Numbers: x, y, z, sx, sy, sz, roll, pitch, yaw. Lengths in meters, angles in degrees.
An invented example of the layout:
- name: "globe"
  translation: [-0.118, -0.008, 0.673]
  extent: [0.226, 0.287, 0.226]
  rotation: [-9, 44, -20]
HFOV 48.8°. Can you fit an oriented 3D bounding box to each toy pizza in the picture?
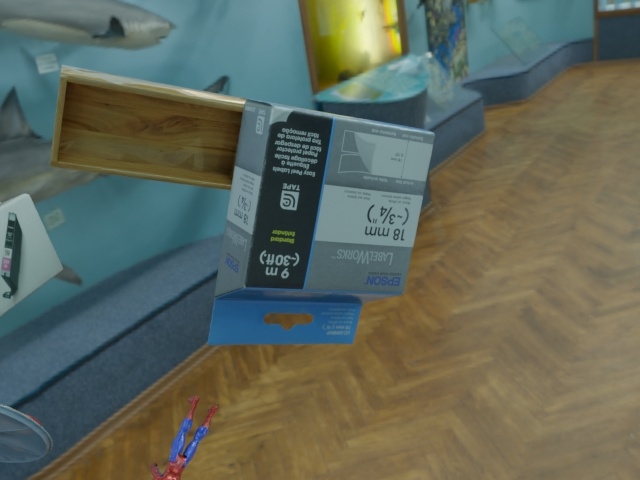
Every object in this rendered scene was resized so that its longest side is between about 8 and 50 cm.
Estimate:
- name: "toy pizza"
  translation: [-0.481, 0.262, 1.007]
  extent: [0.202, 0.201, 0.032]
  rotation: [-4, 48, 13]

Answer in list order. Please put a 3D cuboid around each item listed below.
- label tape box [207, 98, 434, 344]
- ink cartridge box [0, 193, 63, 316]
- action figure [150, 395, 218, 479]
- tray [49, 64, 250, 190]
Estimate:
- name: "label tape box"
  translation: [0.000, 0.000, 0.935]
  extent: [0.241, 0.333, 0.106]
  rotation: [4, 12, -29]
- name: "ink cartridge box"
  translation: [-0.471, -0.011, 0.912]
  extent: [0.060, 0.238, 0.275]
  rotation: [-13, 17, 16]
- name: "action figure"
  translation: [-0.349, 0.530, 1.703]
  extent: [0.139, 0.092, 0.280]
  rotation: [-44, 20, 47]
- name: "tray"
  translation: [-0.357, -0.236, 1.530]
  extent: [0.411, 0.202, 0.076]
  rotation: [6, 28, -23]
